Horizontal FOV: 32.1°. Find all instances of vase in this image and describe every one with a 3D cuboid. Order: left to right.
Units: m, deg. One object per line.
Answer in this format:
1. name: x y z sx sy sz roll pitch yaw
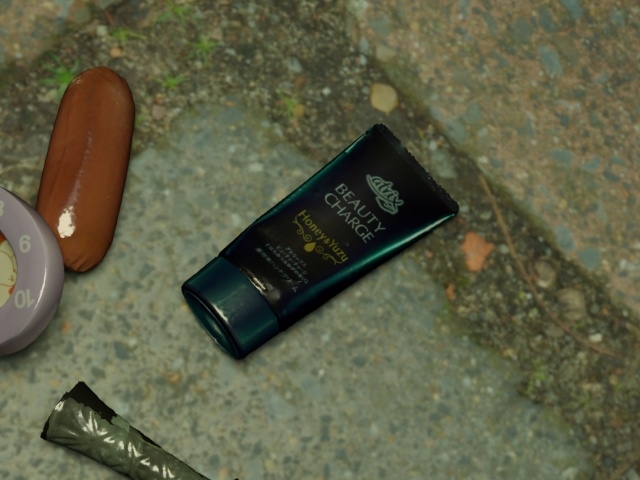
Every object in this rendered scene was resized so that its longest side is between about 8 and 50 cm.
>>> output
1. vase: -0.151 0.186 0.941 0.167 0.059 0.059 32 71 0

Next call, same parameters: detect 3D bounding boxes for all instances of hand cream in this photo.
1. hand cream: 0.000 0.000 1.033 0.270 0.061 0.120 -37 78 -26

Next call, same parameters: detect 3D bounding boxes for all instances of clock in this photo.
1. clock: -0.310 0.020 0.941 0.198 0.064 0.172 -10 72 10

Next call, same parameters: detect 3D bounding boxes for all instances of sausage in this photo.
1. sausage: -0.209 -0.066 0.996 0.077 0.077 0.194 9 71 -8
